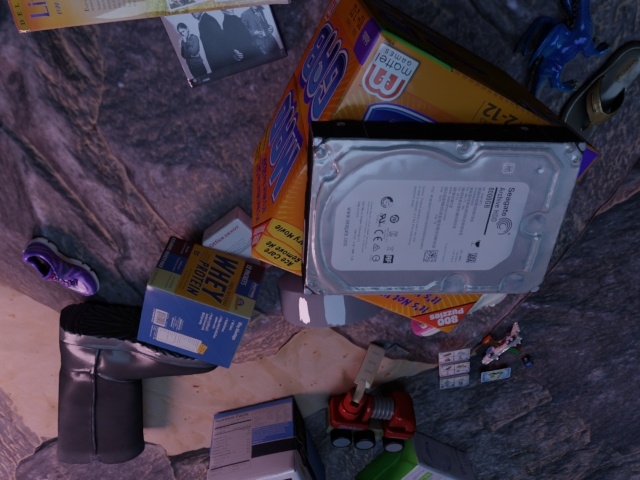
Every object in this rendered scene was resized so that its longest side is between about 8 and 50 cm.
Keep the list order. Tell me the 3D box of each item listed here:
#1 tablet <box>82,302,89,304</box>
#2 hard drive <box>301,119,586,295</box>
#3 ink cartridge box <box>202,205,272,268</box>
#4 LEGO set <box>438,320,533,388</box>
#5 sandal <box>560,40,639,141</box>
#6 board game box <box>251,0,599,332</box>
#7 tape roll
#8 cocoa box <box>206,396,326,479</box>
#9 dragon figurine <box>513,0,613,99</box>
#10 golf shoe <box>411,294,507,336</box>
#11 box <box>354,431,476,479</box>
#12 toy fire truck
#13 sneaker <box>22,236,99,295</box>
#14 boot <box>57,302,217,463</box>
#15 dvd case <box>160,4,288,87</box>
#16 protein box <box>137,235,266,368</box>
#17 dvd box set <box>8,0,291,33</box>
[{"bbox_3d":[-0.523,0.177,1.311,0.054,0.006,0.083,25,119,-21],"label":"tablet"},{"bbox_3d":[0.148,-0.035,0.765,0.339,0.064,0.237,0,123,-8],"label":"hard drive"},{"bbox_3d":[-0.162,0.009,1.200,0.099,0.056,0.135,-34,121,17],"label":"ink cartridge box"},{"bbox_3d":[0.417,0.295,1.473,0.244,0.060,0.182,-11,137,3],"label":"LEGO set"},{"bbox_3d":[0.531,-0.262,1.081,0.090,0.060,0.219,27,117,-21],"label":"sandal"},{"bbox_3d":[0.123,-0.142,0.944,0.356,0.356,0.356,22,118,-19],"label":"board game box"},{"bbox_3d":[0.025,0.099,1.177,0.219,0.219,0.072,-9,104,1],"label":"tape roll"},{"bbox_3d":[-0.126,0.620,1.516,0.231,0.228,0.347,-14,124,5],"label":"cocoa box"},{"bbox_3d":[0.396,-0.331,1.007,0.144,0.085,0.289,29,116,-23],"label":"dragon figurine"},{"bbox_3d":[0.337,0.124,1.298,0.140,0.115,0.306,31,117,-27],"label":"golf shoe"},{"bbox_3d":[0.272,0.698,1.670,0.231,0.127,0.262,27,117,-22],"label":"box"},{"bbox_3d":[0.143,0.396,1.457,0.217,0.158,0.246,10,133,-12],"label":"toy fire truck"},{"bbox_3d":[-0.538,0.069,1.197,0.068,0.071,0.170,-39,120,20],"label":"sneaker"},{"bbox_3d":[-0.430,0.368,1.363,0.367,0.146,0.445,13,119,-5],"label":"boot"},{"bbox_3d":[-0.175,-0.387,0.947,0.179,0.029,0.238,-16,123,6],"label":"dvd case"},{"bbox_3d":[-0.243,0.130,1.184,0.201,0.136,0.200,19,135,-7],"label":"protein box"},{"bbox_3d":[-0.266,-0.479,0.830,0.420,0.062,0.307,-7,117,1],"label":"dvd box set"}]
